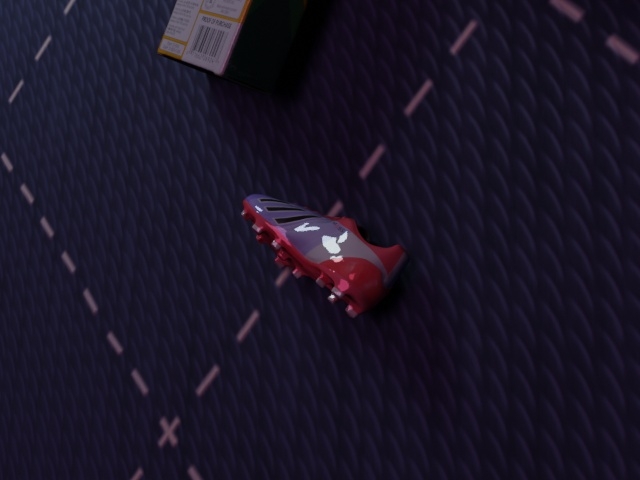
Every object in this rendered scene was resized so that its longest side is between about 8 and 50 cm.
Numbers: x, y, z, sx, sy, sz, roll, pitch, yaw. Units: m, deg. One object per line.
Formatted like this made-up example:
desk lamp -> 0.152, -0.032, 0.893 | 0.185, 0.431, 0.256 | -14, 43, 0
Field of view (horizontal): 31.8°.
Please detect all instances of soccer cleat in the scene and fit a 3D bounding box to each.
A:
soccer cleat -> 0.000, 0.000, 1.296 | 0.095, 0.083, 0.248 | -41, 43, -12

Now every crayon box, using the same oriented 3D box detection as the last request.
crayon box -> -0.079, -0.360, 1.423 | 0.203, 0.083, 0.323 | 29, 99, 55
